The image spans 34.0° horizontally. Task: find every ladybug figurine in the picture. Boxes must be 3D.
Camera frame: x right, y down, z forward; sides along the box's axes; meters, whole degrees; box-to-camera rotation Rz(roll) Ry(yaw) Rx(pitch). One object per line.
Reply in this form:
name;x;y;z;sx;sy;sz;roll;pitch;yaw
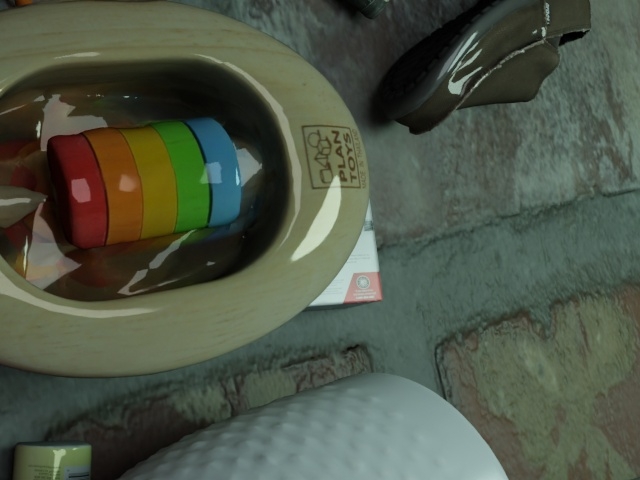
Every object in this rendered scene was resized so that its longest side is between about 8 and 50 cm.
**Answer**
ladybug figurine;-0.162;-0.040;0.868;0.449;0.162;0.305;-6;83;-31

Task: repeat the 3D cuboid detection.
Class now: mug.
mug;-0.025;0.313;0.780;0.328;0.276;0.374;-12;68;-42

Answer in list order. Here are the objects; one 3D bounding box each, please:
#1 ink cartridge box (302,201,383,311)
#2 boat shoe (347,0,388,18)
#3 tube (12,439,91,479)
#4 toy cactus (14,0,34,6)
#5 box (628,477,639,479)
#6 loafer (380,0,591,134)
ink cartridge box;0.000;0.000;1.039;0.099;0.056;0.135;-1;80;-34
boat shoe;0.088;-0.339;1.167;0.070;0.078;0.219;40;69;-20
tube;-0.221;0.282;0.834;0.070;0.062;0.240;-1;82;8
toy cactus;-0.316;-0.225;0.861;0.180;0.112;0.219;-30;105;-25
box;0.423;0.377;1.174;0.345;0.168;0.215;-1;81;-35
loafer;0.213;-0.213;1.182;0.366;0.134;0.130;-41;103;-33
